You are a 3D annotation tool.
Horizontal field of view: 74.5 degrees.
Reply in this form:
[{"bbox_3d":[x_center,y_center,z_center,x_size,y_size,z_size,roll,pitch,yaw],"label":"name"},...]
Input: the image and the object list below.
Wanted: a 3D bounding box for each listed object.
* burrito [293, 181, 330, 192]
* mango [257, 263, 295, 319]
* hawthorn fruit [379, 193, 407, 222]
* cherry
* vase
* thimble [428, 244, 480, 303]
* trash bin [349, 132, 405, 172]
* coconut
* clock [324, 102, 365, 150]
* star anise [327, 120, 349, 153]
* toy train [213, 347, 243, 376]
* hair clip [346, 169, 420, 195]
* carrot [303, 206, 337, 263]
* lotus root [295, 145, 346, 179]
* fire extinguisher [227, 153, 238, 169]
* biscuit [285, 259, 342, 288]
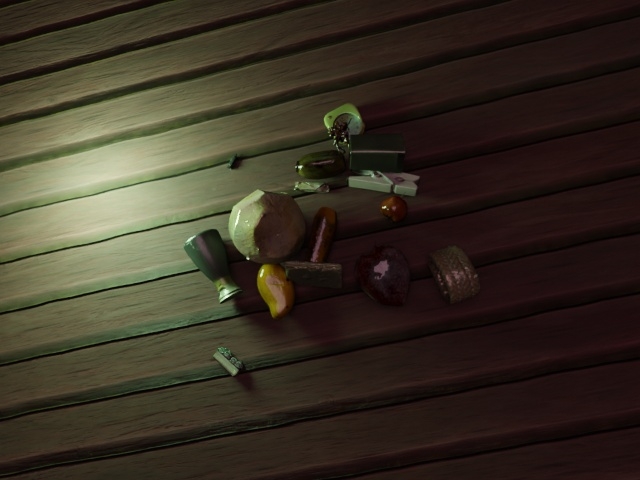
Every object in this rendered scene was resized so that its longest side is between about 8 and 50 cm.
[{"bbox_3d":[-0.041,-0.254,2.001,0.171,0.042,0.051,1,76,10],"label":"burrito"},{"bbox_3d":[-0.198,0.223,1.896,0.157,0.109,0.262,-13,79,-9],"label":"mango"},{"bbox_3d":[0.331,-0.145,1.900,0.125,0.125,0.140,-1,67,6],"label":"hawthorn fruit"},{"bbox_3d":[0.272,0.151,1.806,0.230,0.203,0.300,-26,86,-6],"label":"cherry"},{"bbox_3d":[-0.481,0.122,1.927,0.173,0.173,0.321,-29,84,1],"label":"vase"},{"bbox_3d":[0.565,0.145,1.781,0.148,0.196,0.229,-19,48,0],"label":"thimble"},{"bbox_3d":[0.253,-0.403,1.915,0.240,0.122,0.164,2,46,2],"label":"trash bin"},{"bbox_3d":[-0.232,-0.064,1.856,0.352,0.352,0.352,-1,79,6],"label":"coconut"},{"bbox_3d":[0.132,-0.529,2.018,0.170,0.069,0.232,-26,79,1],"label":"clock"},{"bbox_3d":[0.086,-0.473,1.939,0.097,0.070,0.190,-5,69,-4],"label":"star anise"},{"bbox_3d":[-0.415,0.542,1.894,0.148,0.038,0.071,38,85,13],"label":"toy train"},{"bbox_3d":[0.286,-0.281,1.940,0.331,0.085,0.101,12,61,13],"label":"hair clip"},{"bbox_3d":[0.000,0.000,1.912,0.114,0.114,0.302,13,83,9],"label":"carrot"},{"bbox_3d":[0.006,-0.354,1.974,0.241,0.123,0.124,-8,49,8],"label":"lotus root"},{"bbox_3d":[-0.428,-0.391,2.080,0.038,0.025,0.083,28,82,-27],"label":"fire extinguisher"},{"bbox_3d":[-0.029,0.152,1.860,0.252,0.150,0.052,5,50,4],"label":"biscuit"}]
